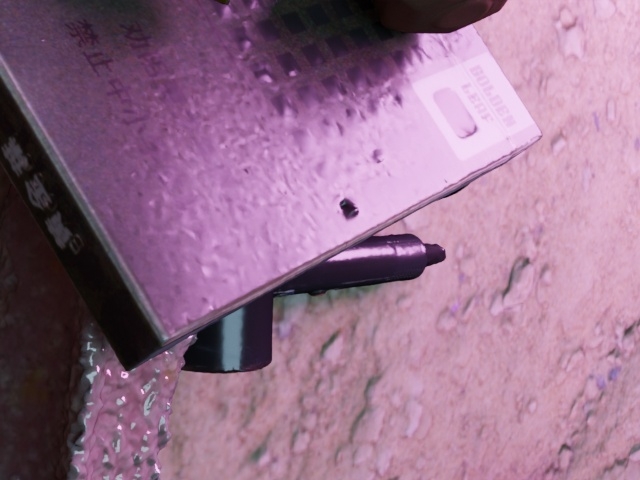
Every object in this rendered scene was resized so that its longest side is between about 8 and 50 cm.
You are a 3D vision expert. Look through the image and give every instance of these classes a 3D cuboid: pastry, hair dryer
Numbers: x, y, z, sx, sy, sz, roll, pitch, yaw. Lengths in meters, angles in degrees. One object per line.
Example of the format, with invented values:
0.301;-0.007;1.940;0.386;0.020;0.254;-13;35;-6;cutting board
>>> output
-0.129;0.092;0.546;0.112;0.103;0.265;26;77;-48;pastry
0.000;0.000;0.687;0.255;0.070;0.128;-7;101;-48;hair dryer

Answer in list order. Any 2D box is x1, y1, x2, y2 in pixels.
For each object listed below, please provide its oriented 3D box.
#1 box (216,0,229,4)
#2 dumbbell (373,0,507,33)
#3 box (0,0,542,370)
-0.064;-0.271;0.536;0.153;0.041;0.279;23;75;-9;box
0.046;-0.232;0.614;0.082;0.092;0.231;6;66;-66;dumbbell
-0.019;-0.077;0.579;0.325;0.047;0.180;-28;84;-44;box
